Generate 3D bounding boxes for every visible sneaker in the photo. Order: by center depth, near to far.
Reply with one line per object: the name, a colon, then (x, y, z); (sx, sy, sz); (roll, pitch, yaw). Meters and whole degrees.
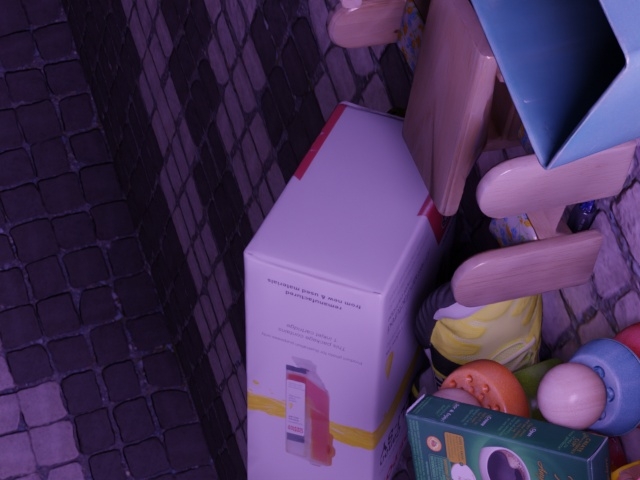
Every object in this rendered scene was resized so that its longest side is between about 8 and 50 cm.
sneaker: (0.187, 0.141, 1.848); (0.147, 0.145, 0.384); (57, 167, 27)

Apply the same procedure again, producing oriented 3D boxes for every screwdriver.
screwdriver: (0.255, -0.054, 1.631); (0.025, 0.024, 0.170); (35, 145, 19)

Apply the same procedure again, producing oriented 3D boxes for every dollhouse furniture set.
dollhouse furniture set: (0.096, -0.186, 1.582); (0.394, 0.256, 0.362); (100, 154, -50)

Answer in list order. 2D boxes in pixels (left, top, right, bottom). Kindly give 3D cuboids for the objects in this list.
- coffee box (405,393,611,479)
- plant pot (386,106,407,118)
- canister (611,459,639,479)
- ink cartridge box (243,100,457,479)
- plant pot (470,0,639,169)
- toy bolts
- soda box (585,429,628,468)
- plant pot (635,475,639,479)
coffee box: (0.166, 0.206, 1.531); (0.184, 0.040, 0.113); (9, 122, 34)
plant pot: (0.086, -0.110, 2.025); (0.083, 0.083, 0.079); (65, 148, 29)
canister: (0.328, 0.259, 1.496); (0.170, 0.126, 0.073); (-121, 21, -45)
ink cartridge box: (0.037, 0.087, 1.970); (0.384, 0.160, 0.279); (92, -161, -44)
plant pot: (0.248, -0.177, 1.191); (0.165, 0.234, 0.165); (119, 133, -65)
toy bolts: (0.217, 0.183, 1.590); (0.228, 0.158, 0.218); (-38, 68, 41)
soda box: (0.284, 0.322, 1.737); (0.083, 0.092, 0.263); (126, 127, -68)
plant pot: (0.361, 0.231, 1.188); (0.243, 0.275, 0.275); (57, 156, 24)
